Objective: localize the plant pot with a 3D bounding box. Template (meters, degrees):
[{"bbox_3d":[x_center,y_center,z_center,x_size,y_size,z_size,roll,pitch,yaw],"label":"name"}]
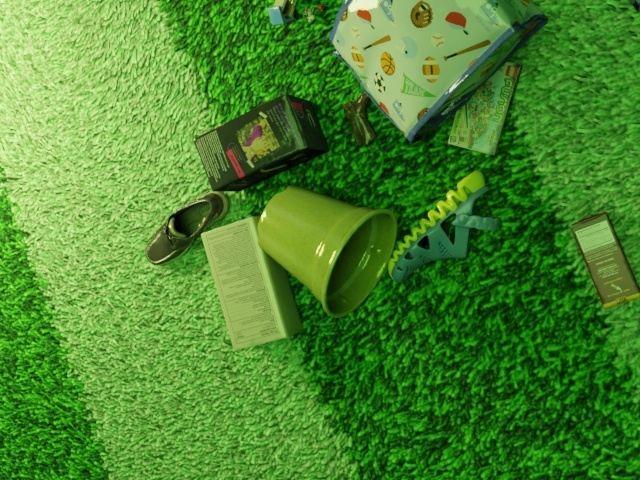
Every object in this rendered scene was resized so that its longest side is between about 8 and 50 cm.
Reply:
[{"bbox_3d":[0.000,0.000,1.747,0.253,0.276,0.276,30,104,28],"label":"plant pot"}]

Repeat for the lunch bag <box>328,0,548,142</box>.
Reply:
[{"bbox_3d":[0.222,-0.441,1.579,0.328,0.239,0.385,52,132,9],"label":"lunch bag"}]

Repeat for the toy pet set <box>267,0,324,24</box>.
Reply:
[{"bbox_3d":[-0.075,-0.556,1.787,0.114,0.122,0.065,9,77,45],"label":"toy pet set"}]

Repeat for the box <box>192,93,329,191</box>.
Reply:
[{"bbox_3d":[-0.143,-0.232,1.810,0.270,0.165,0.144,-22,87,20],"label":"box"}]

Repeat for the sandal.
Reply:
[{"bbox_3d":[0.285,-0.007,1.697,0.138,0.126,0.317,47,109,7],"label":"sandal"}]

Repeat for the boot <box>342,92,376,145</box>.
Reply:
[{"bbox_3d":[0.114,-0.290,1.779,0.106,0.037,0.114,-26,82,33],"label":"boot"}]

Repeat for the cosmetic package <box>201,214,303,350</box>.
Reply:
[{"bbox_3d":[-0.171,0.105,1.876,0.160,0.113,0.310,-16,89,21],"label":"cosmetic package"}]

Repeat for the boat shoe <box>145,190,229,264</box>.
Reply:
[{"bbox_3d":[-0.365,-0.032,1.947,0.285,0.092,0.103,-35,82,19],"label":"boat shoe"}]

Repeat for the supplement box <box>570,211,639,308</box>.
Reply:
[{"bbox_3d":[0.607,0.039,1.586,0.080,0.104,0.188,-23,86,21],"label":"supplement box"}]

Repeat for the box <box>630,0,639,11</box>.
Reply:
[{"bbox_3d":[0.671,-0.570,1.532,0.126,0.072,0.137,-35,82,20],"label":"box"}]

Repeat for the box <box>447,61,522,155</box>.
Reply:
[{"bbox_3d":[0.371,-0.306,1.683,0.114,0.036,0.207,17,100,18],"label":"box"}]
